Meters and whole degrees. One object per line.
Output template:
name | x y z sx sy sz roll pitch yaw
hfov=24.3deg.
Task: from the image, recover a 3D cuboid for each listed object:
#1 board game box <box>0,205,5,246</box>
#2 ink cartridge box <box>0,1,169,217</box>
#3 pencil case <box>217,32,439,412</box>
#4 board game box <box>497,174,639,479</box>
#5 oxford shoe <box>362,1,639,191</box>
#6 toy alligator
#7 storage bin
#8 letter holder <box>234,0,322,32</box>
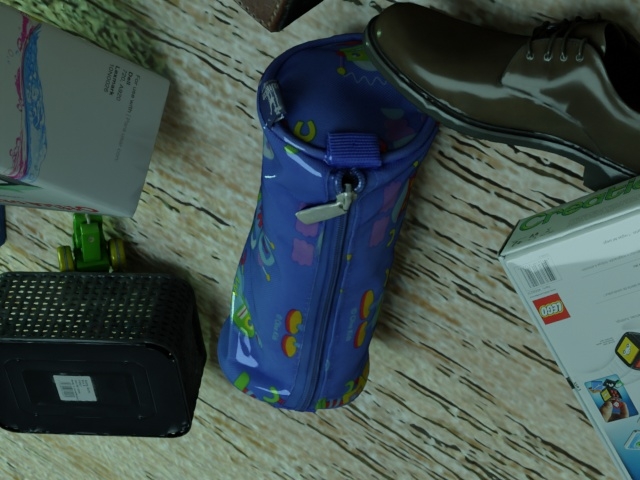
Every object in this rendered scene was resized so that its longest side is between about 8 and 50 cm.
board game box | -0.353 -0.090 1.362 0.136 0.035 0.201 30 139 20
ink cartridge box | -0.282 -0.110 1.087 0.201 0.117 0.278 6 170 40
pencil case | 0.000 0.000 1.035 0.119 0.133 0.306 8 138 -4
board game box | 0.273 0.031 0.801 0.305 0.053 0.193 -21 108 32
oxford shoe | 0.134 -0.101 0.866 0.227 0.083 0.096 22 134 11
toy alligator | -0.201 0.003 1.293 0.051 0.056 0.189 -110 17 -45
storage bin | -0.198 0.099 1.278 0.180 0.084 0.122 0 133 8
letter holder | -0.011 -0.301 0.766 0.214 0.152 0.302 42 142 9
